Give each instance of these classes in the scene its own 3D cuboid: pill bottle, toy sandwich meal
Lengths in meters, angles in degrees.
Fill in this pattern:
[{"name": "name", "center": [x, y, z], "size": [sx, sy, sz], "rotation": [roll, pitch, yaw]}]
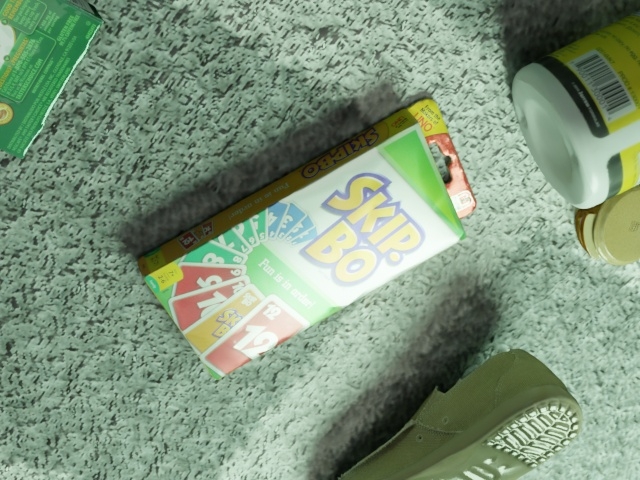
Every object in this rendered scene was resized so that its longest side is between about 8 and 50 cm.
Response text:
[{"name": "pill bottle", "center": [0.263, -0.119, 0.814], "size": [0.208, 0.119, 0.119], "rotation": [-26, 126, -4]}, {"name": "toy sandwich meal", "center": [0.262, -0.015, 0.935], "size": [0.085, 0.029, 0.085], "rotation": [-10, 114, -23]}]

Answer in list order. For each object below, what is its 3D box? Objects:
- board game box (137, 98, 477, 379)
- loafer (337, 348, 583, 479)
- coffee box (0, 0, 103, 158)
[{"name": "board game box", "center": [0.000, 0.000, 0.842], "size": [0.259, 0.039, 0.124], "rotation": [-31, 127, -4]}, {"name": "loafer", "center": [0.114, 0.191, 0.971], "size": [0.268, 0.092, 0.102], "rotation": [-35, 123, 23]}, {"name": "coffee box", "center": [-0.241, -0.138, 0.659], "size": [0.184, 0.040, 0.113], "rotation": [24, 109, -31]}]
